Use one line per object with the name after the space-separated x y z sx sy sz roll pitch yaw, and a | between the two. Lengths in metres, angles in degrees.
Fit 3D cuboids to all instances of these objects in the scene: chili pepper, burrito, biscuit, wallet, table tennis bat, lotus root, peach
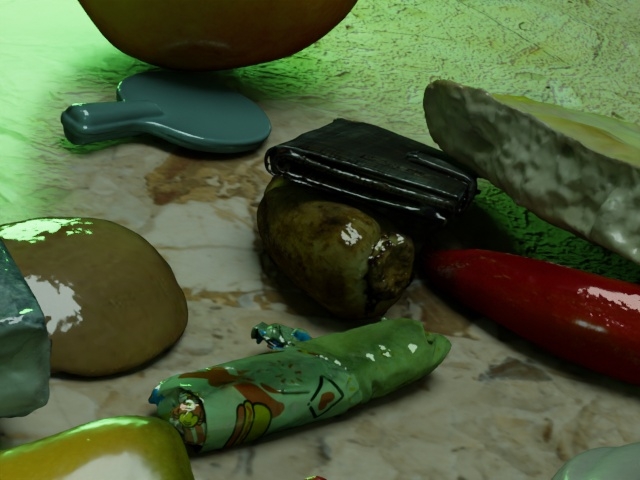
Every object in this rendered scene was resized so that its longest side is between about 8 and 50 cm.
0.263 0.066 1.514 0.368 0.092 0.137 21 16 2 | chili pepper
-0.020 0.096 1.343 0.288 0.054 0.104 -12 37 -40 | burrito
0.330 -0.032 1.646 0.429 0.104 0.446 26 13 27 | biscuit
0.059 -0.066 1.589 0.169 0.044 0.317 18 9 8 | wallet
-0.150 -0.119 1.677 0.149 0.038 0.237 36 29 30 | table tennis bat
0.000 0.000 1.492 0.190 0.094 0.108 31 -13 46 | lotus root
-0.095 -0.300 1.785 0.308 0.289 0.289 30 22 -24 | peach

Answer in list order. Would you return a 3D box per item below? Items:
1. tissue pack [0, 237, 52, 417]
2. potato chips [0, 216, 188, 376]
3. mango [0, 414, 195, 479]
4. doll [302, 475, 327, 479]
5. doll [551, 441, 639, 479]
-0.345 0.020 1.230 0.228 0.103 0.316 -10 36 -25 | tissue pack
-0.198 0.029 1.357 0.208 0.062 0.195 5 32 -26 | potato chips
-0.186 0.199 0.916 0.317 0.119 0.176 -36 52 -26 | mango
0.023 0.285 0.977 0.188 0.099 0.384 32 24 -7 | doll
0.271 0.175 1.189 0.221 0.221 0.251 35 33 31 | doll
